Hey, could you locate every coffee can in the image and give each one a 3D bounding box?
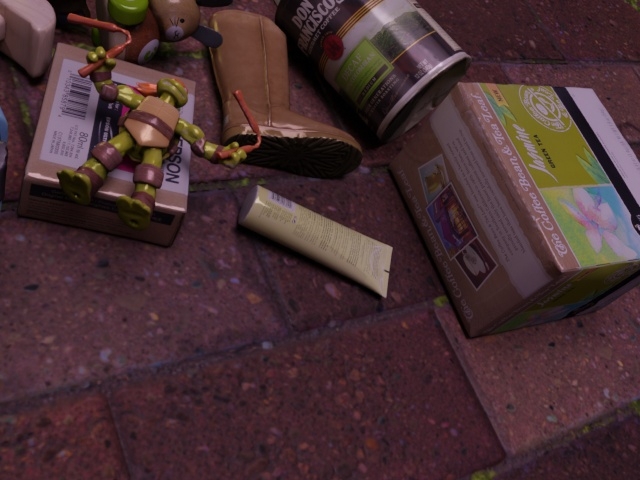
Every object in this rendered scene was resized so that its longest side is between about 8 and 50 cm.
[{"bbox_3d":[0.087,-0.332,1.186,0.275,0.201,0.202,49,49,8],"label":"coffee can"}]

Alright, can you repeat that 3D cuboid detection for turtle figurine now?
[{"bbox_3d":[-0.218,-0.131,0.833,0.270,0.087,0.217,34,56,-17],"label":"turtle figurine"}]

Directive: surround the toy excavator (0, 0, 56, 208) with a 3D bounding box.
[{"bbox_3d":[-0.453,-0.141,0.762,0.433,0.222,0.445,-14,58,-37],"label":"toy excavator"}]

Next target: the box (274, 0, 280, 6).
[{"bbox_3d":[-0.040,-0.512,1.288,0.091,0.130,0.170,-13,66,-35],"label":"box"}]

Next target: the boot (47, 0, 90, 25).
[{"bbox_3d":[-0.436,-0.358,1.004,0.219,0.106,0.082,7,55,9],"label":"boot"}]

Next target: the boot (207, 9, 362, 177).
[{"bbox_3d":[-0.057,-0.240,1.118,0.236,0.089,0.269,9,53,-25],"label":"boot"}]

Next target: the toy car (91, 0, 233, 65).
[{"bbox_3d":[-0.223,-0.315,1.018,0.189,0.155,0.148,-5,61,-26],"label":"toy car"}]

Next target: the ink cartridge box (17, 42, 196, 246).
[{"bbox_3d":[-0.269,-0.126,0.918,0.193,0.088,0.234,11,53,-21],"label":"ink cartridge box"}]

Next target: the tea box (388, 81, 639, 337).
[{"bbox_3d":[0.341,-0.055,1.126,0.324,0.220,0.328,-7,63,-32],"label":"tea box"}]

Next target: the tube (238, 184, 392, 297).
[{"bbox_3d":[0.000,0.000,1.008,0.240,0.062,0.070,25,93,-19],"label":"tube"}]
